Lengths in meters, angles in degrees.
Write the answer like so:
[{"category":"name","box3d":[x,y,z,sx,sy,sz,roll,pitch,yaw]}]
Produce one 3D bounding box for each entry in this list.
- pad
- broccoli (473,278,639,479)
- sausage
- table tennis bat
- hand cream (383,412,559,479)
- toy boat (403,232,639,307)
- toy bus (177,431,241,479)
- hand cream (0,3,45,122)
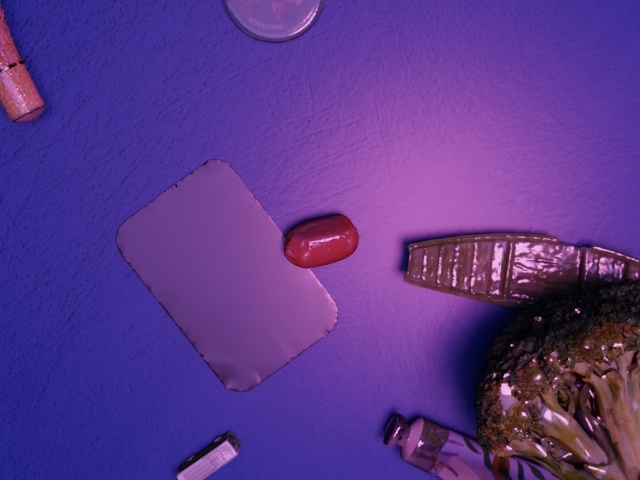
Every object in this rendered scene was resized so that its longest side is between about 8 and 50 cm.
[{"category":"pad","box3d":[-0.117,0.047,1.150,0.181,0.004,0.267,-36,95,3]},{"category":"broccoli","box3d":[0.315,0.174,1.019,0.308,0.307,0.275,-18,53,1]},{"category":"sausage","box3d":[0.000,0.000,1.118,0.094,0.054,0.059,-13,56,-1]},{"category":"table tennis bat","box3d":[-0.047,-0.339,1.099,0.124,0.033,0.201,12,100,-4]},{"category":"hand cream","box3d":[0.208,0.291,1.157,0.271,0.058,0.091,26,98,-8]},{"category":"toy boat","box3d":[0.247,0.036,1.128,0.293,0.055,0.093,5,97,-2]},{"category":"toy bus","box3d":[-0.141,0.278,1.157,0.083,0.037,0.031,-35,96,2]},{"category":"hand cream","box3d":[-0.391,-0.234,1.087,0.084,0.084,0.203,-28,103,2]}]
